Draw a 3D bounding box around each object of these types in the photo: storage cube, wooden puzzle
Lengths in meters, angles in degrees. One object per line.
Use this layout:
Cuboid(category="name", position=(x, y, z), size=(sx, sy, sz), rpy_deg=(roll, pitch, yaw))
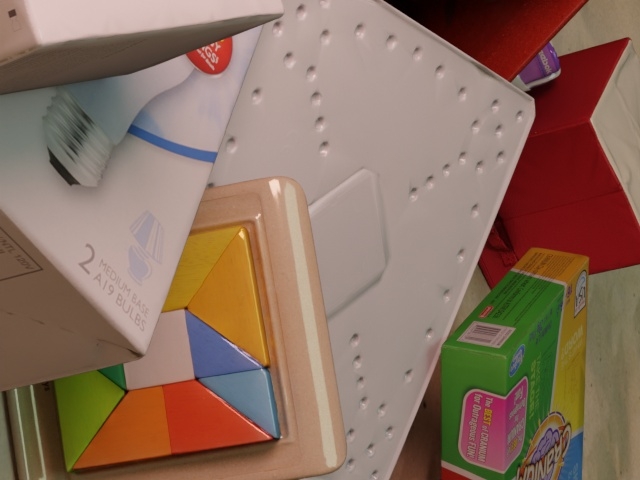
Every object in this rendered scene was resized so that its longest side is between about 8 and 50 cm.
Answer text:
Cuboid(category="storage cube", position=(0.261, -0.081, 2.048), size=(0.183, 0.193, 0.215), rpy_deg=(62, 36, -22))
Cuboid(category="wooden puzzle", position=(-0.114, 0.077, 1.382), size=(0.044, 0.239, 0.221), rpy_deg=(62, 18, -82))

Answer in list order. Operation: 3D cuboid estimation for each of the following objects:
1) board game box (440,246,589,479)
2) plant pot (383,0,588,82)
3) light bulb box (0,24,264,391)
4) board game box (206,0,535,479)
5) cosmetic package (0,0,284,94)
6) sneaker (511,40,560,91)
Cuboid(category="board game box", position=(0.189, 0.197, 1.844), size=(0.242, 0.064, 0.316), rpy_deg=(-41, 135, -55))
Cuboid(category="plant pot", position=(0.050, -0.265, 1.698), size=(0.267, 0.267, 0.235), rpy_deg=(3, 54, -38))
Cuboid(category="light bulb box", position=(-0.245, -0.145, 1.252), size=(0.358, 0.225, 0.361), rpy_deg=(49, 42, -35))
Cuboid(category="board game box", position=(0.000, 0.000, 1.583), size=(0.390, 0.050, 0.390), rpy_deg=(24, 88, -52))
Cuboid(category="cosmetic package", position=(-0.161, -0.205, 1.064), size=(0.225, 0.138, 0.224), rpy_deg=(-17, 91, -54))
Cuboid(category="sneaker", position=(0.154, -0.164, 1.945), size=(0.102, 0.161, 0.282), rpy_deg=(65, 35, -20))
